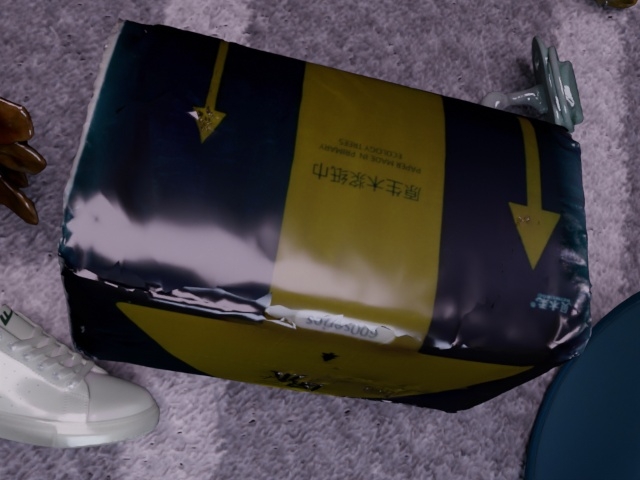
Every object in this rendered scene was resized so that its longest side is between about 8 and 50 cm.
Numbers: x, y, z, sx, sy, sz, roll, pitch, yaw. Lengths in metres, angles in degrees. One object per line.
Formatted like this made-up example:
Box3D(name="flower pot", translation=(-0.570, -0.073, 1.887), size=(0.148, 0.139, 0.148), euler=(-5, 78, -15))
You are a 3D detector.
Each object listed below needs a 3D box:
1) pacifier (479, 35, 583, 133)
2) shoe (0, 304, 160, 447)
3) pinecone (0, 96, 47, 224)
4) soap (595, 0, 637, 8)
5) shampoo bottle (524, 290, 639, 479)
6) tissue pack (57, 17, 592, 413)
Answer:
Box3D(name="pacifier", translation=(0.248, -0.167, 0.803), size=(0.116, 0.127, 0.150), euler=(-9, 89, 10))
Box3D(name="shoe", translation=(-0.281, 0.119, 0.628), size=(0.265, 0.095, 0.110), euler=(7, 94, -9))
Box3D(name="pinecone", translation=(-0.374, -0.073, 0.588), size=(0.228, 0.201, 0.203), euler=(14, 116, 19))
Box3D(name="soap", translation=(0.325, -0.439, 0.738), size=(0.304, 0.338, 0.169), euler=(24, 78, -6))
Box3D(name="shampoo bottle", translation=(0.439, 0.255, 0.652), size=(0.342, 0.331, 0.331), euler=(28, 76, -7))
Box3D(name="tissue pack", translation=(0.000, 0.000, 0.624), size=(0.416, 0.264, 0.253), euler=(11, 65, -12))
